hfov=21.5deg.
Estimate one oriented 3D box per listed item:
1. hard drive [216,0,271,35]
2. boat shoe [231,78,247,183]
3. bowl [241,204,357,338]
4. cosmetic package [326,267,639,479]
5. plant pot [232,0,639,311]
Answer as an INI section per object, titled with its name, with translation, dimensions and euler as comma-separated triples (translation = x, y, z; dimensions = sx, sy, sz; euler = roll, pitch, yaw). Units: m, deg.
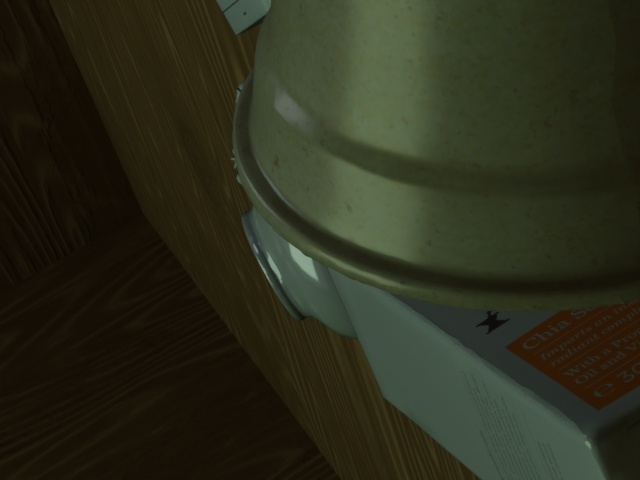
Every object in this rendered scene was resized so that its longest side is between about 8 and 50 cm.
[hard drive]
translation = -0.148, -0.415, 1.955
dimensions = 0.353, 0.047, 0.233
euler = 62, 168, -6
[boat shoe]
translation = -0.079, -0.106, 2.339
dimensions = 0.095, 0.084, 0.258
euler = 47, 163, 50
[bowl]
translation = 0.000, 0.000, 1.937
dimensions = 0.298, 0.134, 0.298
euler = 61, -174, -11
[cosmetic package]
translation = 0.198, 0.070, 1.216
dimensions = 0.161, 0.230, 0.453
euler = 65, 167, -22
[plant pot]
translation = 0.103, -0.187, 0.853
dimensions = 0.334, 0.333, 0.305
euler = 48, 153, 46
